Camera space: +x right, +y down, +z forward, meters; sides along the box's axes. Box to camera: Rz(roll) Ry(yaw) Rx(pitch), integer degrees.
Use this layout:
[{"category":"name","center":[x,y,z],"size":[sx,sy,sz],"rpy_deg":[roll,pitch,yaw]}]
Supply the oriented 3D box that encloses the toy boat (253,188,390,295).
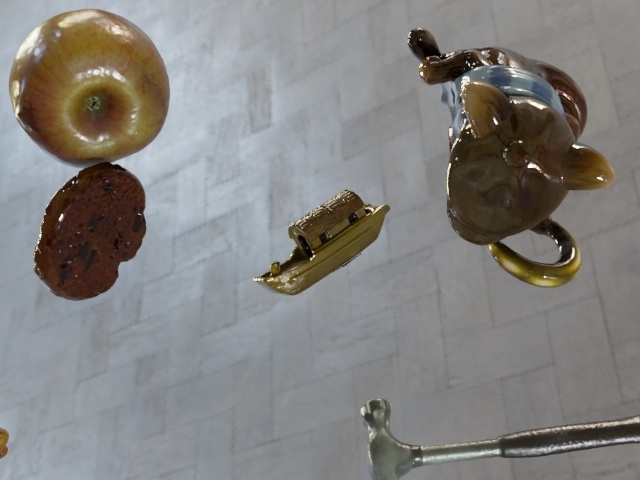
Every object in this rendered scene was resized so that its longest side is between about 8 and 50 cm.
[{"category":"toy boat","center":[0.000,0.000,1.354],"size":[0.226,0.088,0.068],"rpy_deg":[-33,20,-28]}]

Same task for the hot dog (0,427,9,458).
[{"category":"hot dog","center":[-0.356,0.187,0.900],"size":[0.062,0.144,0.038],"rpy_deg":[-6,75,46]}]

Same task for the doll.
[{"category":"doll","center":[0.231,-0.126,1.261],"size":[0.209,0.318,0.340],"rpy_deg":[-49,17,25]}]

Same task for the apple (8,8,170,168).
[{"category":"apple","center":[-0.304,-0.200,1.293],"size":[0.211,0.211,0.188],"rpy_deg":[-44,35,10]}]

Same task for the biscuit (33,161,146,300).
[{"category":"biscuit","center":[-0.296,-0.010,1.256],"size":[0.049,0.192,0.192],"rpy_deg":[23,81,26]}]

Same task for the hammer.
[{"category":"hammer","center":[0.159,0.168,0.776],"size":[0.246,0.029,0.103],"rpy_deg":[-3,52,-7]}]
